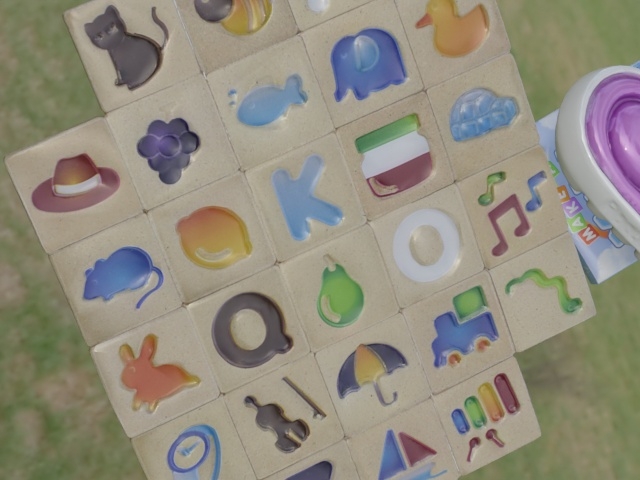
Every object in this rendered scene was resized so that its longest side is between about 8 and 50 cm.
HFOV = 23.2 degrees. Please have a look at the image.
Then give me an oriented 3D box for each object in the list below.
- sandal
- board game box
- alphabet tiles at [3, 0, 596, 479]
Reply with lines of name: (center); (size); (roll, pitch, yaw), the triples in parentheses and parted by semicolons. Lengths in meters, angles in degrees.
sandal: (0.365, 0.004, 1.250); (0.416, 0.102, 0.169); (30, 66, -19)
board game box: (0.303, -0.080, 1.450); (0.160, 0.211, 0.039); (59, -1, -1)
alphabet tiles: (0.000, 0.000, 0.871); (0.342, 0.285, 0.011); (69, -13, -18)
